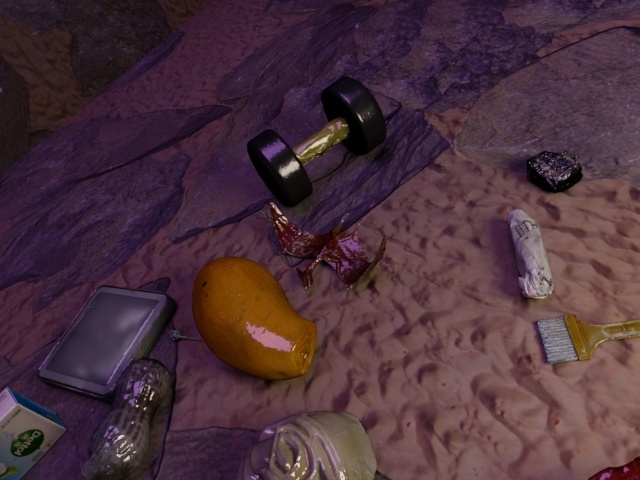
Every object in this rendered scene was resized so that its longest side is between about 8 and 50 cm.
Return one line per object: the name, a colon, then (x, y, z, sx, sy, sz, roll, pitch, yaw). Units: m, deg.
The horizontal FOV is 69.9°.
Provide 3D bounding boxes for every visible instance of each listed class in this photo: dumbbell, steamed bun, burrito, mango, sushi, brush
dumbbell: (-0.009, -0.252, 1.183, 0.322, 0.204, 0.204, -37, 43, -10)
steamed bun: (-0.031, 0.345, 0.660, 0.217, 0.144, 0.211, -20, 44, 9)
burrito: (0.379, 0.020, 0.833, 0.064, 0.064, 0.203, -7, 46, 21)
mango: (-0.147, 0.151, 0.909, 0.187, 0.144, 0.359, -40, 47, -9)
sushi: (0.486, -0.145, 0.940, 0.084, 0.056, 0.083, -29, 42, 0)
brush: (0.458, 0.141, 0.711, 0.218, 0.010, 0.083, -12, 45, 16)

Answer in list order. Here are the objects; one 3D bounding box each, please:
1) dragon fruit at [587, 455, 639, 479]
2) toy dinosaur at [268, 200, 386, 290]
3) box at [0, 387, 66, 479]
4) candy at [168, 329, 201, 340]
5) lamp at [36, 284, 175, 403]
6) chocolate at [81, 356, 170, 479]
dragon fruit: (0.362, 0.361, 0.467, 0.317, 0.152, 0.205, -37, 22, 2)
toy dinosaur: (0.002, -0.008, 1.011, 0.206, 0.113, 0.327, -29, 41, -2)
box: (-0.636, 0.412, 0.901, 0.073, 0.139, 0.194, 21, 61, 38)
candy: (-0.300, 0.213, 1.016, 0.083, 0.023, 0.025, 2, 34, 20)
lamp: (-0.504, 0.230, 1.080, 0.268, 0.047, 0.267, 3, 50, 29)
chocolate: (-0.358, 0.334, 0.868, 0.110, 0.110, 0.248, -7, 46, 20)
